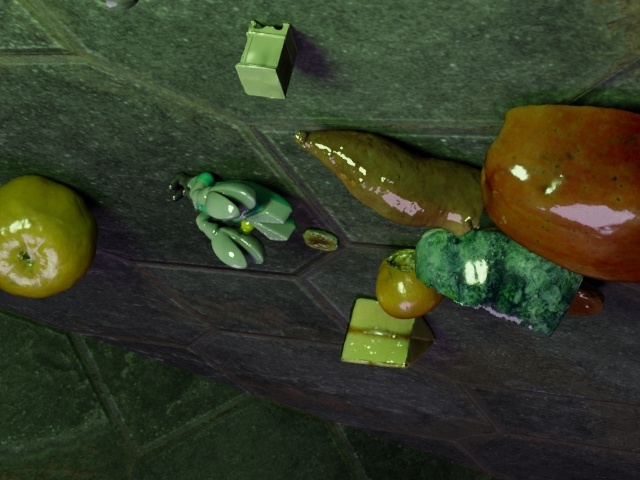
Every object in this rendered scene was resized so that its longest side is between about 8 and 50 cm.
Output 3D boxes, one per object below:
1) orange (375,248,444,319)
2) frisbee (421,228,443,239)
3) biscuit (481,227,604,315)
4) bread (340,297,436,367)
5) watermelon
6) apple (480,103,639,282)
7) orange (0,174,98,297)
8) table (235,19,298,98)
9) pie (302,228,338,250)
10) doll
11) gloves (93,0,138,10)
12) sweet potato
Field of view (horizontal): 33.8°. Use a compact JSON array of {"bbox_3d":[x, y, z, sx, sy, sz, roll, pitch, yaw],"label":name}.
[{"bbox_3d":[0.183,0.087,2.150,0.134,0.155,0.155,57,147,-8],"label":"orange"},{"bbox_3d":[0.253,0.006,2.074,0.110,0.014,0.110,13,158,5],"label":"frisbee"},{"bbox_3d":[0.424,0.058,2.030,0.262,0.052,0.277,12,157,14],"label":"biscuit"},{"bbox_3d":[0.175,0.264,2.571,0.168,0.163,0.264,5,157,24],"label":"bread"},{"bbox_3d":[0.319,0.087,1.937,0.318,0.148,0.226,8,163,24],"label":"watermelon"},{"bbox_3d":[0.426,-0.085,1.590,0.365,0.295,0.328,12,121,5],"label":"apple"},{"bbox_3d":[-0.629,-0.009,2.323,0.279,0.235,0.279,-2,119,-3],"label":"orange"},{"bbox_3d":[-0.077,-0.264,1.531,0.062,0.083,0.079,9,157,13],"label":"table"},{"bbox_3d":[0.000,0.000,2.226,0.084,0.020,0.084,13,158,5],"label":"pie"},{"bbox_3d":[-0.177,-0.043,2.060,0.258,0.153,0.195,2,142,43],"label":"doll"},{"bbox_3d":[-0.284,-0.386,1.335,0.142,0.119,0.285,5,173,-4],"label":"gloves"},{"bbox_3d":[0.112,-0.102,1.746,0.337,0.131,0.131,17,159,-4],"label":"sweet potato"}]
